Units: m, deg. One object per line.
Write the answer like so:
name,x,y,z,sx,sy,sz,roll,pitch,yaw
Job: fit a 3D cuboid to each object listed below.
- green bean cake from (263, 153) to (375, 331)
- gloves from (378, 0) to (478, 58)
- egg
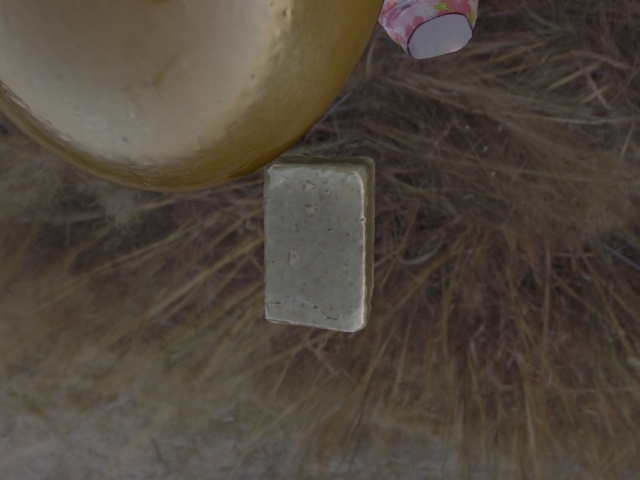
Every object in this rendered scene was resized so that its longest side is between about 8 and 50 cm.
green bean cake,0.000,0.000,0.830,0.109,0.085,0.179,1,103,10
gloves,0.143,-0.360,1.140,0.145,0.241,0.126,-33,140,20
egg,-0.095,-0.186,0.477,0.282,0.282,0.351,14,139,12
